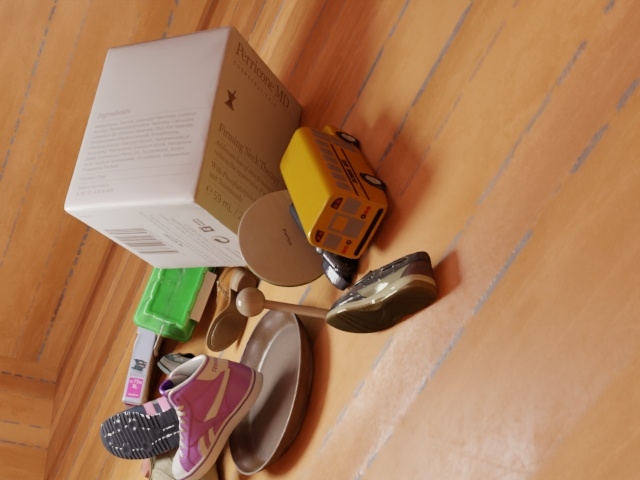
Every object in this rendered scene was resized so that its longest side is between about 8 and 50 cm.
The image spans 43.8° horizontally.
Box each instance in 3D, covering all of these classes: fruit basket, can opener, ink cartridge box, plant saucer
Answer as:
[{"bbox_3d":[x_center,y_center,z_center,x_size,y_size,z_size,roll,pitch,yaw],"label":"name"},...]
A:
[{"bbox_3d":[-0.368,0.145,2.099,0.353,0.165,0.327,111,178,-75],"label":"fruit basket"},{"bbox_3d":[0.000,0.000,1.364,0.073,0.059,0.186,-48,61,21],"label":"can opener"},{"bbox_3d":[-0.501,0.328,2.278,0.186,0.065,0.311,109,171,-67],"label":"ink cartridge box"},{"bbox_3d":[-0.088,0.273,1.458,0.310,0.050,0.311,-49,32,46],"label":"plant saucer"}]

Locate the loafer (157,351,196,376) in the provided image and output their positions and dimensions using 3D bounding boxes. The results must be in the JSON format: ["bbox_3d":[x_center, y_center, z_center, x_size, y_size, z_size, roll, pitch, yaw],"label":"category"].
[{"bbox_3d":[-0.310,0.312,1.911,0.084,0.096,0.267,-56,27,-11],"label":"loafer"}]

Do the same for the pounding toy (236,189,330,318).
[{"bbox_3d":[-0.060,0.036,1.453,0.110,0.182,0.237,95,179,-70],"label":"pounding toy"}]

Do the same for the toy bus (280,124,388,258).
[{"bbox_3d":[0.017,-0.100,1.375,0.108,0.130,0.333,-62,25,23],"label":"toy bus"}]

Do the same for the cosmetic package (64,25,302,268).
[{"bbox_3d":[-0.274,-0.181,1.691,0.327,0.329,0.394,-3,67,26],"label":"cosmetic package"}]

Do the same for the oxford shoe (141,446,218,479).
[{"bbox_3d":[-0.278,0.466,1.648,0.397,0.140,0.147,12,76,64],"label":"oxford shoe"}]

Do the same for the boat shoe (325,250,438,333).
[{"bbox_3d":[0.090,0.077,1.161,0.223,0.080,0.073,-31,41,50],"label":"boat shoe"}]

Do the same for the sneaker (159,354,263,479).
[{"bbox_3d":[-0.242,0.322,1.473,0.282,0.161,0.102,-58,24,18],"label":"sneaker"}]

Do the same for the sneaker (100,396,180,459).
[{"bbox_3d":[-0.308,0.375,1.665,0.318,0.131,0.112,-17,92,22],"label":"sneaker"}]

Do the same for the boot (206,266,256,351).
[{"bbox_3d":[-0.214,0.151,1.808,0.197,0.073,0.152,-62,23,-6],"label":"boot"}]
